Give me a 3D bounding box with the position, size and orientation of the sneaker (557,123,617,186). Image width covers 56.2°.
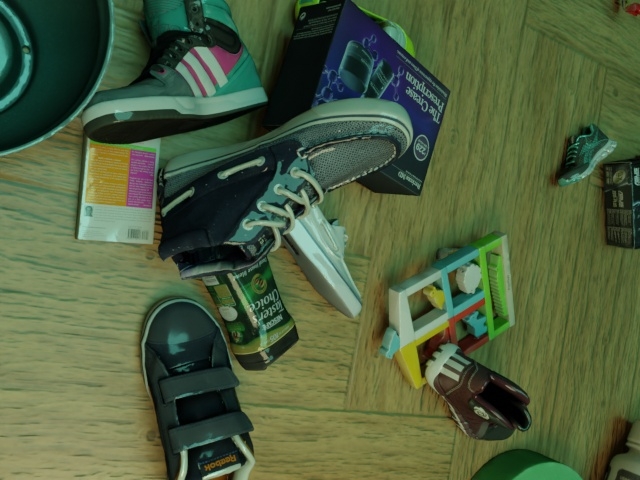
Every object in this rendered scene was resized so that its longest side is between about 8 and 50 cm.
[{"bbox_3d":[0.513,-0.171,1.192,0.166,0.065,0.076,-40,93,-25],"label":"sneaker"}]

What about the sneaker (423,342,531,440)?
[{"bbox_3d":[0.297,0.292,1.006,0.281,0.162,0.106,44,78,-34],"label":"sneaker"}]

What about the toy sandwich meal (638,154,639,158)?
[{"bbox_3d":[0.706,-0.144,1.306,0.085,0.029,0.085,-1,92,-29],"label":"toy sandwich meal"}]

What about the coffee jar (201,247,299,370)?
[{"bbox_3d":[-0.100,0.086,0.840,0.096,0.079,0.184,-36,110,-46],"label":"coffee jar"}]

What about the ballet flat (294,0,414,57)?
[{"bbox_3d":[0.070,-0.320,0.924,0.231,0.077,0.077,15,84,-29],"label":"ballet flat"}]

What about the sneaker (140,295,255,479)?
[{"bbox_3d":[-0.156,0.235,0.796,0.126,0.127,0.321,-11,96,-27],"label":"sneaker"}]

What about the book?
[{"bbox_3d":[-0.261,-0.070,0.779,0.096,0.035,0.144,5,90,-32],"label":"book"}]

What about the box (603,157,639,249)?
[{"bbox_3d":[0.677,-0.083,1.248,0.147,0.077,0.180,-9,99,-17],"label":"box"}]

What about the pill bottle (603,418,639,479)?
[{"bbox_3d":[0.670,0.566,1.214,0.204,0.204,0.361,31,78,-26],"label":"pill bottle"}]

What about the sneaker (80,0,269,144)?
[{"bbox_3d":[-0.185,-0.226,0.728,0.295,0.124,0.178,-32,104,-57],"label":"sneaker"}]

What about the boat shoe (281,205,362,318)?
[{"bbox_3d":[0.000,0.000,0.888,0.084,0.095,0.258,-40,111,-17],"label":"boat shoe"}]

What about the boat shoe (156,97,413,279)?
[{"bbox_3d":[-0.045,-0.052,0.736,0.127,0.340,0.158,54,25,-50],"label":"boat shoe"}]

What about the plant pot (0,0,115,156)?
[{"bbox_3d":[-0.380,-0.219,0.614,0.293,0.196,0.293,-1,92,-29],"label":"plant pot"}]

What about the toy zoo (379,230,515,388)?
[{"bbox_3d":[0.217,0.125,1.025,0.293,0.030,0.192,-26,117,-25],"label":"toy zoo"}]

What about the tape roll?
[{"bbox_3d":[0.383,0.566,1.130,0.321,0.077,0.321,-1,91,-29],"label":"tape roll"}]

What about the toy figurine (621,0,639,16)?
[{"bbox_3d":[0.590,-0.641,1.144,0.217,0.191,0.362,5,88,-24],"label":"toy figurine"}]

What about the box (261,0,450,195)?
[{"bbox_3d":[0.062,-0.195,0.878,0.261,0.103,0.184,24,83,-43],"label":"box"}]

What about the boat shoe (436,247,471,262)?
[{"bbox_3d":[0.255,0.028,1.063,0.100,0.035,0.035,8,88,-28],"label":"boat shoe"}]
